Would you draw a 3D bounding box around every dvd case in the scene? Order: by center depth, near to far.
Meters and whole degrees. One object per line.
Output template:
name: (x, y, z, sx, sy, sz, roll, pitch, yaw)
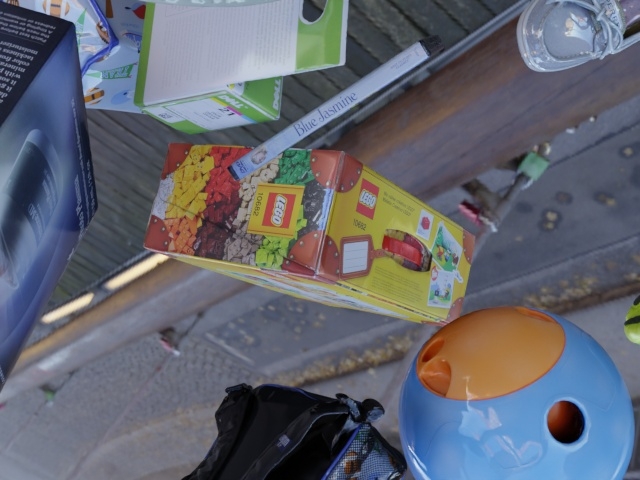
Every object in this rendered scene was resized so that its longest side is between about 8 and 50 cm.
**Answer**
dvd case: (0.023, -0.156, 0.901, 0.253, 0.180, 0.022, -31, 97, 20)

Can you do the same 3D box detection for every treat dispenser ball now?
treat dispenser ball: (0.241, 0.225, 0.992, 0.288, 0.288, 0.288, 17, 147, 12)

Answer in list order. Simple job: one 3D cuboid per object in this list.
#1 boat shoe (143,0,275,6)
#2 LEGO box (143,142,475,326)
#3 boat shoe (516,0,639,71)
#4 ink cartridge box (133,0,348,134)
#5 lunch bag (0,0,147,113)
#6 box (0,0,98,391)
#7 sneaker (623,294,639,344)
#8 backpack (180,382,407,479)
boat shoe: (0.017, -0.300, 0.559, 0.499, 0.156, 0.187, -18, 160, -6)
LEGO box: (0.000, 0.000, 1.420, 0.372, 0.193, 0.500, 7, 170, 35)
boat shoe: (0.403, -0.316, 1.038, 0.118, 0.320, 0.103, 70, 165, -11)
ink cartridge box: (-0.061, -0.226, 0.823, 0.255, 0.189, 0.097, -3, 165, 30)
lunch bag: (-0.409, -0.429, 1.434, 0.238, 0.327, 0.386, -34, 80, 25)
box: (-0.364, -0.034, 0.777, 0.182, 0.294, 0.296, 16, 143, 2)
sneaker: (0.532, 0.089, 0.993, 0.123, 0.109, 0.295, 37, 150, -16)
backpack: (-0.052, 0.311, 0.895, 0.276, 0.263, 0.213, -10, 120, 55)
